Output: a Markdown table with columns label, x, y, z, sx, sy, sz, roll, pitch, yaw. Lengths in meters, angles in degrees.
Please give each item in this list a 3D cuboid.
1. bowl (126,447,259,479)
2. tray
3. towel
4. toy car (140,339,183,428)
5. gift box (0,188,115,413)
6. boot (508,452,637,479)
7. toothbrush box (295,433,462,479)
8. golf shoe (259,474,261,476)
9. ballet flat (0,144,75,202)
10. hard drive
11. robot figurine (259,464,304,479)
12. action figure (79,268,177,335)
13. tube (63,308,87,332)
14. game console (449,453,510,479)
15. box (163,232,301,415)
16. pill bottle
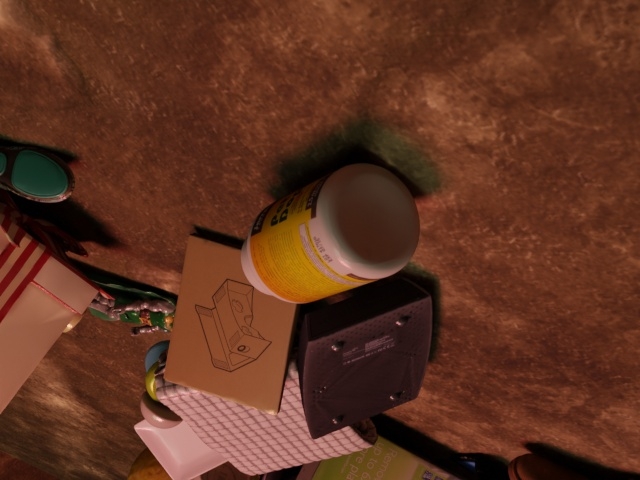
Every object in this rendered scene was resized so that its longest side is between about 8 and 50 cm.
| label | x | y | z | sx | sy | sz | roll | pitch | yaw |
| --- | --- | --- | --- | --- | --- | --- | --- | --- | --- |
| bowl | -0.224 | 0.494 | 2.057 | 0.290 | 0.289 | 0.156 | 32 | 135 | -13 |
| tray | -0.216 | 0.343 | 1.886 | 0.270 | 0.030 | 0.145 | -33 | 96 | 35 |
| towel | -0.075 | 0.219 | 1.483 | 0.235 | 0.121 | 0.283 | -16 | 138 | 23 |
| toy car | -0.200 | 0.210 | 1.635 | 0.182 | 0.159 | 0.136 | 16 | -154 | -36 |
| gift box | -0.465 | 0.066 | 1.432 | 0.255 | 0.258 | 0.276 | 43 | 167 | -37 |
| boot | 0.418 | 0.366 | 1.459 | 0.305 | 0.112 | 0.115 | 26 | 124 | 8 |
| toothbrush box | 0.102 | 0.435 | 1.669 | 0.283 | 0.206 | 0.122 | 30 | 171 | -7 |
| golf shoe | -0.061 | 0.573 | 2.200 | 0.105 | 0.120 | 0.273 | 9 | 148 | 33 |
| ballet flat | -0.385 | -0.090 | 1.334 | 0.189 | 0.070 | 0.070 | 18 | 153 | 19 |
| hard drive | 0.050 | 0.146 | 1.274 | 0.254 | 0.172 | 0.054 | 88 | 158 | -54 |
| robot figurine | -0.024 | 0.452 | 1.853 | 0.174 | 0.209 | 0.278 | 16 | 167 | -3 |
| action figure | -0.288 | 0.107 | 1.605 | 0.232 | 0.063 | 0.137 | 10 | 147 | 22 |
| tube | -0.490 | 0.055 | 1.693 | 0.070 | 0.062 | 0.240 | -41 | 113 | 14 |
| game console | 0.269 | 0.395 | 1.639 | 0.122 | 0.107 | 0.071 | 35 | 124 | -21 |
| box | -0.110 | 0.106 | 1.324 | 0.165 | 0.201 | 0.021 | 15 | -168 | 18 |
| pill bottle | 0.000 | 0.000 | 1.085 | 0.117 | 0.117 | 0.215 | 35 | 152 | -19 |
